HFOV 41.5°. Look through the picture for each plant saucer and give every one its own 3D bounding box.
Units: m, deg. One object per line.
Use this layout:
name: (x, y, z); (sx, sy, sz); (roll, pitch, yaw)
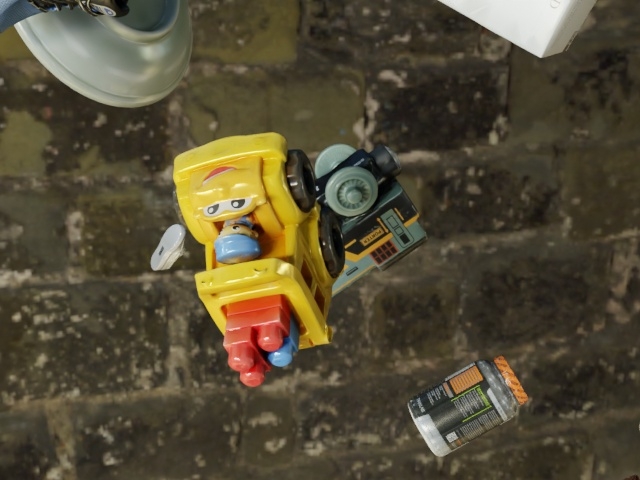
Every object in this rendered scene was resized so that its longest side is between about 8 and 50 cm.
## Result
plant saucer: (-0.357, -0.436, 1.472); (0.100, 0.400, 0.400); (-17, 7, 39)

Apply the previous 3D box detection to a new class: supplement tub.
supplement tub: (0.260, 0.286, 1.484); (0.190, 0.117, 0.117); (-30, 21, 6)

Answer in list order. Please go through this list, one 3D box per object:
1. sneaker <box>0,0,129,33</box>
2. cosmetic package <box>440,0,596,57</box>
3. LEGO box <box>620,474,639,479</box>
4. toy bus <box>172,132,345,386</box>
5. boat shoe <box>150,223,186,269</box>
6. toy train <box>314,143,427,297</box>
sneaker: (-0.357, -0.378, 1.215); (0.330, 0.147, 0.130); (-27, -2, 11)
cosmetic package: (0.270, -0.481, 1.366); (0.385, 0.217, 0.156); (35, 31, 21)
LEGO box: (0.146, 0.488, 0.942); (0.500, 0.193, 0.372); (-30, -8, 25)
toy bus: (-0.069, 0.031, 0.880); (0.149, 0.220, 0.211); (-10, 44, 16)
boat shoe: (-0.229, 0.012, 1.320); (0.035, 0.100, 0.035); (3, 45, -41)
toy train: (0.000, 0.000, 1.272); (0.334, 0.190, 0.142); (-36, 26, 6)
